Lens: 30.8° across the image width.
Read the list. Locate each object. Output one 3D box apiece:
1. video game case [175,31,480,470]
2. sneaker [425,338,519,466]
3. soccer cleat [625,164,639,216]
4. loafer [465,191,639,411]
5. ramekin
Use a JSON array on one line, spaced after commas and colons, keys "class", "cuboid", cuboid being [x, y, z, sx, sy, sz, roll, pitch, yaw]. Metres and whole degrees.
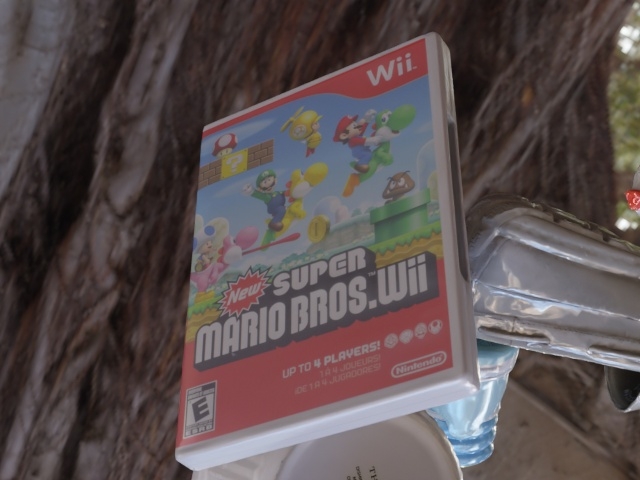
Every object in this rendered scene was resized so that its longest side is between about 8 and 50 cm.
[{"class": "video game case", "cuboid": [0.000, 0.000, 0.782, 0.025, 0.204, 0.285, 46, -146, -43]}, {"class": "sneaker", "cuboid": [0.110, 0.114, 1.234, 0.127, 0.208, 0.319, 2, -153, -7]}, {"class": "soccer cleat", "cuboid": [0.233, 0.033, 0.619, 0.076, 0.068, 0.196, -5, -114, -45]}, {"class": "loafer", "cuboid": [0.234, 0.067, 0.801, 0.319, 0.111, 0.112, 21, -169, -3]}, {"class": "ramekin", "cuboid": [0.014, 0.202, 0.898, 0.207, 0.207, 0.109, 12, 173, -24]}]
